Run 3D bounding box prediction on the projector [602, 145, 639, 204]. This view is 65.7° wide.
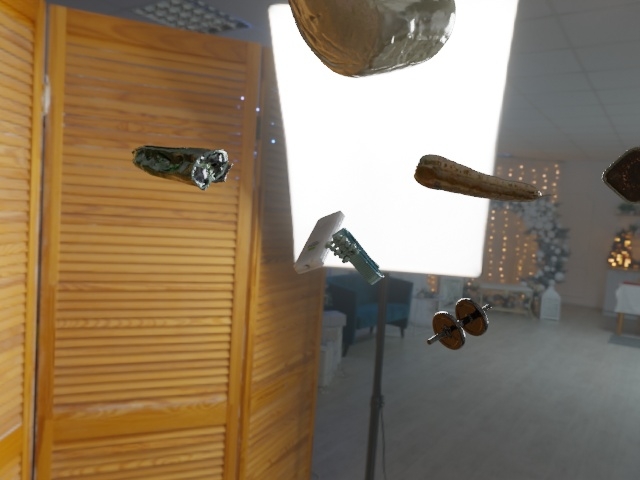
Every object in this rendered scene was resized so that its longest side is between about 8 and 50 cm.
[{"bbox_3d":[0.566,-0.118,0.884,0.082,0.083,0.083,-16,61,-51],"label":"projector"}]

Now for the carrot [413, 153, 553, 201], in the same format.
[{"bbox_3d":[0.348,-0.121,1.062,0.298,0.078,0.078,14,5,6],"label":"carrot"}]

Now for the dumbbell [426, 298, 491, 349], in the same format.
[{"bbox_3d":[0.235,0.142,0.838,0.147,0.069,0.069,-22,15,-28],"label":"dumbbell"}]

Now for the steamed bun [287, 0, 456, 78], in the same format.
[{"bbox_3d":[0.063,-0.466,0.956,0.247,0.383,0.236,-16,-21,-32],"label":"steamed bun"}]

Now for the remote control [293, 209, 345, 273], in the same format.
[{"bbox_3d":[0.000,0.000,1.496,0.103,0.034,0.250,-21,28,33],"label":"remote control"}]

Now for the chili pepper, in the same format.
[{"bbox_3d":[-0.266,-0.143,0.887,0.227,0.059,0.088,16,35,34],"label":"chili pepper"}]

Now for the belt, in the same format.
[{"bbox_3d":[0.099,0.047,1.349,0.065,0.179,0.100,-41,3,23],"label":"belt"}]
